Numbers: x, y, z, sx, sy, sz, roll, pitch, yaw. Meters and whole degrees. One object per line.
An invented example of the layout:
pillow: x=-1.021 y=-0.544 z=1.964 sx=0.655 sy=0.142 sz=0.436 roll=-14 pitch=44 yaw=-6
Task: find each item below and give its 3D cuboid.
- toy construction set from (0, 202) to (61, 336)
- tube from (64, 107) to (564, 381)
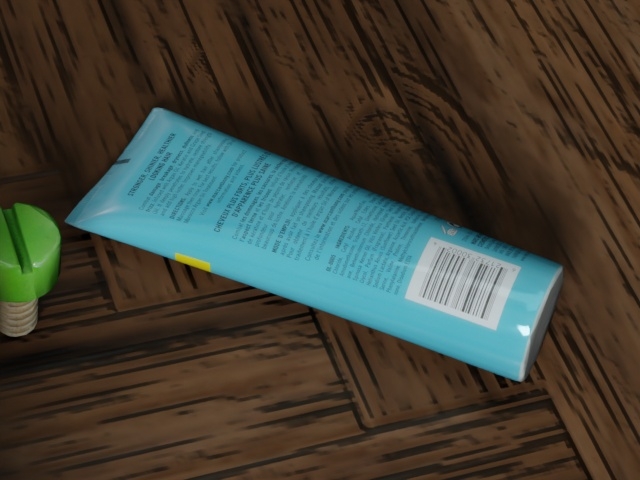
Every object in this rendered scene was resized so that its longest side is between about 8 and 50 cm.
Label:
toy construction set: x=-0.229 y=-0.077 z=0.671 sx=0.309 sy=0.237 sz=0.257 roll=37 pitch=54 yaw=18
tube: x=0.000 y=0.000 z=0.778 sx=0.207 sy=0.052 sz=0.080 roll=21 pitch=45 yaw=14
